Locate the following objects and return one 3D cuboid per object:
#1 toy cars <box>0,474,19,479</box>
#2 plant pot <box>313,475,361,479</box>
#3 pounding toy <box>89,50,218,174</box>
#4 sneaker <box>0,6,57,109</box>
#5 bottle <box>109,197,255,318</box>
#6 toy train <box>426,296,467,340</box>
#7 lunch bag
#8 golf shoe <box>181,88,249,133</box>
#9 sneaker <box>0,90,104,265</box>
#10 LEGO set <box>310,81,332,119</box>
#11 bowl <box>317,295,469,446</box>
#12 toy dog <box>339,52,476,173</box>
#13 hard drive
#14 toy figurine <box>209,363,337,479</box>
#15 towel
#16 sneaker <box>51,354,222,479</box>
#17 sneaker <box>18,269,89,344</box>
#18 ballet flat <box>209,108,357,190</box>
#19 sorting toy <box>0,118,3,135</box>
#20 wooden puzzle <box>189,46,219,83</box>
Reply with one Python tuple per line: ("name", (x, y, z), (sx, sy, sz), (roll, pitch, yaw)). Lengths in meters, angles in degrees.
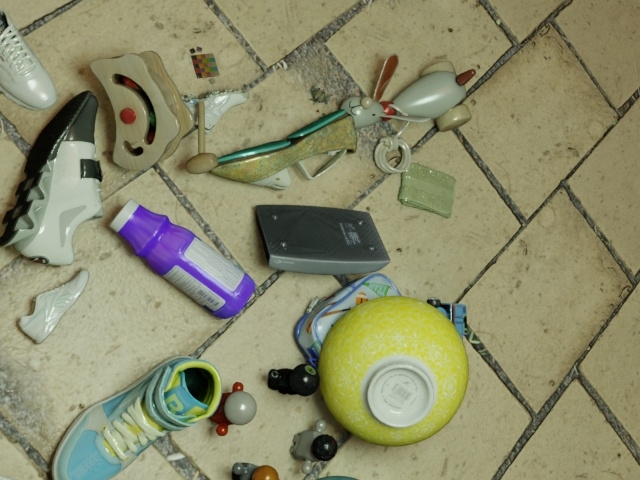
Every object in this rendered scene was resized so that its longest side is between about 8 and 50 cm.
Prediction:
("toy cars", (-0.563, 0.362, 1.220), (0.176, 0.087, 0.394), (-18, 89, -24))
("plant pot", (0.102, 0.598, 1.358), (0.340, 0.334, 0.341), (7, 74, -25))
("pounding toy", (-0.315, -0.229, 1.459), (0.270, 0.154, 0.155), (61, 21, -9))
("sneaker", (-0.559, -0.338, 1.382), (0.090, 0.094, 0.235), (-44, 101, -30))
("bottle", (-0.257, 0.033, 1.433), (0.282, 0.118, 0.092), (38, 64, -13))
("toy train", (0.242, 0.207, 1.547), (0.105, 0.080, 0.184), (9, 77, -40))
("lunch bag", (0.094, 0.228, 1.571), (0.243, 0.115, 0.303), (-36, 96, -27))
("golf shoe", (-0.223, -0.259, 1.562), (0.176, 0.069, 0.086), (-15, 102, -24))
("sneaker", (-0.447, -0.107, 1.384), (0.146, 0.122, 0.331), (32, 63, -37))
("LEGO set", (-0.002, -0.306, 1.704), (0.054, 0.023, 0.083), (3, 90, -24))
("bowl", (0.138, 0.258, 1.407), (0.289, 0.156, 0.290), (0, 99, 0))
("toy dog", (0.222, -0.321, 1.732), (0.333, 0.161, 0.220), (-38, 88, -30))
("hard drive", (0.000, 0.000, 1.563), (0.254, 0.054, 0.172), (3, 41, -22))
("toy figurine", (-0.082, 0.347, 1.429), (0.213, 0.148, 0.210), (-17, 86, -30))
("towel", (0.248, -0.119, 1.780), (0.148, 0.027, 0.110), (16, 70, -23))
("sneaker", (-0.300, 0.300, 1.294), (0.319, 0.208, 0.127), (-42, 99, -28))
("sneaker", (-0.462, 0.104, 1.348), (0.061, 0.053, 0.152), (40, 64, -11))
("ballet flat", (-0.061, -0.167, 1.591), (0.348, 0.123, 0.123), (-26, 91, -29))
("sorting toy", (-0.605, -0.217, 1.361), (0.083, 0.045, 0.075), (0, 70, -27))
("wooden puzzle", (-0.238, -0.362, 1.600), (0.049, 0.006, 0.083), (-13, 84, -29))
